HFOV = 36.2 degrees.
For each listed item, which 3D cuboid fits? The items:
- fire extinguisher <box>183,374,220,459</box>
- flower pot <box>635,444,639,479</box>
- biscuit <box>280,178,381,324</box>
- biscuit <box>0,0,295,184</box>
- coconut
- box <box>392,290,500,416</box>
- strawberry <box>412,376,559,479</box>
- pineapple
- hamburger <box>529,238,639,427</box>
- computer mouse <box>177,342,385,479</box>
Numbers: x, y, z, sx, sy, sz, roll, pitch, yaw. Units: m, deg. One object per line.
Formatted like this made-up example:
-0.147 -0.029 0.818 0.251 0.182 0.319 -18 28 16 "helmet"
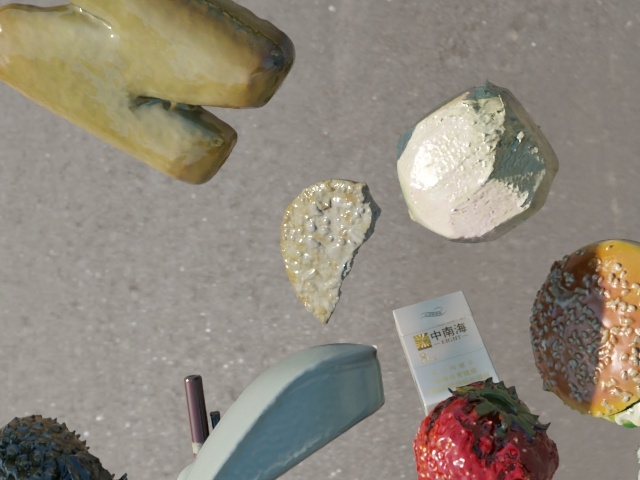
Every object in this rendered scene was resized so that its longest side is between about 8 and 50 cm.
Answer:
-0.177 0.292 1.508 0.035 0.049 0.173 -3 95 56 "fire extinguisher"
0.393 0.203 0.687 0.290 0.259 0.290 -20 40 18 "flower pot"
0.001 -0.001 1.535 0.141 0.038 0.290 32 131 11 "biscuit"
-0.195 -0.190 1.015 0.237 0.290 0.062 -46 19 40 "biscuit"
0.178 -0.083 1.178 0.194 0.194 0.194 -5 82 34 "coconut"
0.247 0.223 1.931 0.155 0.067 0.243 -16 47 -2 "box"
0.274 0.392 1.703 0.257 0.257 0.277 35 116 32 "strawberry"
-0.270 0.275 1.108 0.251 0.125 0.125 9 90 38 "pineapple"
0.360 0.108 1.179 0.236 0.147 0.237 0 90 35 "hamburger"
-0.046 0.153 0.765 0.079 0.231 0.128 52 154 9 "computer mouse"
